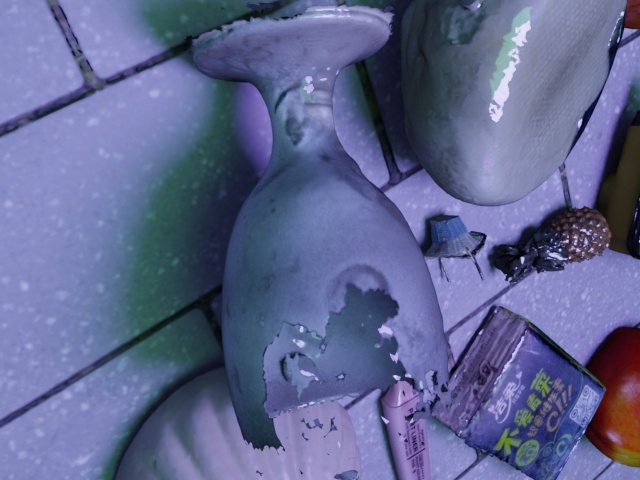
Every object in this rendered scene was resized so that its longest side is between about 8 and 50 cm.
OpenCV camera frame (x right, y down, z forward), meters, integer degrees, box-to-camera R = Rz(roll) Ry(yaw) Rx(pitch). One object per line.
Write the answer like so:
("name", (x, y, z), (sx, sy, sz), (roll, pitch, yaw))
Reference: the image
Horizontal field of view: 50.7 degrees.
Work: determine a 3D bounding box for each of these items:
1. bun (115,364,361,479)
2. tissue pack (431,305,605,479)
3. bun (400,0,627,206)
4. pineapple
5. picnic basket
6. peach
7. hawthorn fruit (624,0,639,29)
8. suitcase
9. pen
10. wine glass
("bun", (-0.054, 0.261, 0.658), (0.263, 0.175, 0.263), (-9, 109, -28))
("tissue pack", (0.274, 0.215, 0.905), (0.235, 0.073, 0.173), (35, 85, -34))
("bun", (0.169, -0.179, 0.673), (0.283, 0.179, 0.283), (-31, 136, -35))
("pineapple", (0.291, 0.009, 0.860), (0.159, 0.074, 0.074), (-21, 115, -20))
("picnic basket", (0.155, 0.012, 0.778), (0.083, 0.065, 0.083), (-20, 98, -30))
("peach", (0.473, 0.232, 1.010), (0.190, 0.193, 0.190), (-5, 138, -4))
("hawthorn fruit", (0.386, -0.329, 0.711), (0.207, 0.243, 0.208), (-11, 113, -29))
("suitcase", (0.489, -0.072, 0.911), (0.193, 0.143, 0.235), (7, 100, -34))
("pen", (0.107, 0.228, 0.830), (0.053, 0.032, 0.197), (-24, 117, -23))
("wine glass", (0.000, -0.002, 0.561), (0.190, 0.190, 0.357), (-6, 87, -30))
